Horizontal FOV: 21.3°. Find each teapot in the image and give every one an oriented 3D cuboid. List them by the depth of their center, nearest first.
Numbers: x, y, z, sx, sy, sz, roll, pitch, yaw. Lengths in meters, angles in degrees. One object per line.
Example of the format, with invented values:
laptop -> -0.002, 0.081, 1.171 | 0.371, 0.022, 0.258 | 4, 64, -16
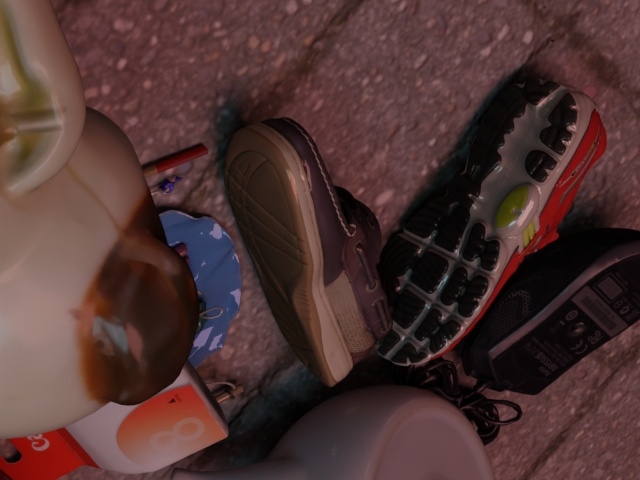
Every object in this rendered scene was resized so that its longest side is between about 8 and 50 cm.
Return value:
teapot -> 0.027, 0.245, 1.464 | 0.252, 0.187, 0.256 | -41, 115, -48

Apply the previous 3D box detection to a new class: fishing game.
fishing game -> -0.135, 0.061, 1.300 | 0.189, 0.041, 0.264 | -23, 132, -26

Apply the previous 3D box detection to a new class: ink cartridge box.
ink cartridge box -> -0.177, 0.136, 1.283 | 0.179, 0.045, 0.145 | -28, 138, 1

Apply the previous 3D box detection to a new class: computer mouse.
computer mouse -> 0.194, 0.068, 1.548 | 0.272, 0.072, 0.188 | -36, 140, 7

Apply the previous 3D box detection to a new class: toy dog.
toy dog -> -0.235, -0.028, 0.905 | 0.284, 0.395, 0.408 | -17, 151, 28

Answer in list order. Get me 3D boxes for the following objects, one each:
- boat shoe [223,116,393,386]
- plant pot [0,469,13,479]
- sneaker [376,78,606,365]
boat shoe -> 0.000, 0.000, 1.320 | 0.092, 0.103, 0.285 | -36, 140, -18
plant pot -> -0.275, 0.263, 1.235 | 0.174, 0.191, 0.191 | -33, 136, -23
sneaker -> 0.151, -0.002, 1.433 | 0.279, 0.107, 0.118 | -53, 146, 11
